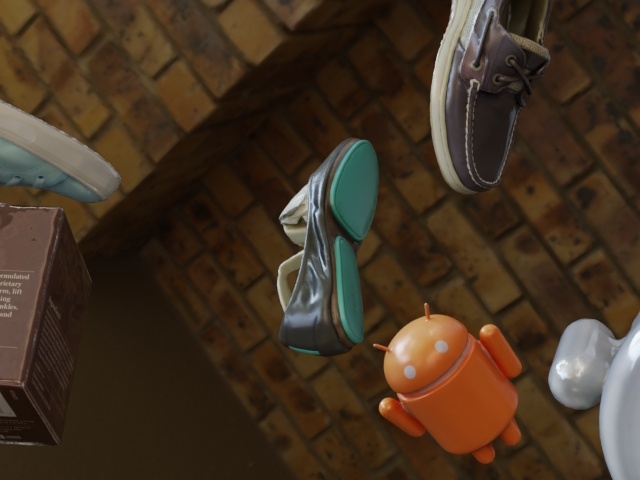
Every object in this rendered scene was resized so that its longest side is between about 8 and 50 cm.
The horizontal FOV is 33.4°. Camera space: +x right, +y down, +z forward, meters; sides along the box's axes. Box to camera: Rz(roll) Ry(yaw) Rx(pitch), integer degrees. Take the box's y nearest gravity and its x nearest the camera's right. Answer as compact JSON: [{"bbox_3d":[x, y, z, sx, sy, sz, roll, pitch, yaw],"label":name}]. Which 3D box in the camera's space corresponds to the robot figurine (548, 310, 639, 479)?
[{"bbox_3d":[0.316,0.110,0.772,0.299,0.200,0.353,13,-167,21],"label":"robot figurine"}]

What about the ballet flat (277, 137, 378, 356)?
[{"bbox_3d":[0.000,0.000,1.136,0.095,0.096,0.280,56,-149,-40],"label":"ballet flat"}]

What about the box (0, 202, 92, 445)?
[{"bbox_3d":[-0.348,0.088,1.107,0.168,0.167,0.203,3,-121,3],"label":"box"}]

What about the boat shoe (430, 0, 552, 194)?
[{"bbox_3d":[0.180,-0.187,1.056,0.102,0.092,0.285,12,-94,-46],"label":"boat shoe"}]

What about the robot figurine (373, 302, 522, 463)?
[{"bbox_3d":[0.167,0.187,1.374,0.219,0.158,0.128,50,-131,-15],"label":"robot figurine"}]

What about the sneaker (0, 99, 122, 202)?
[{"bbox_3d":[-0.402,-0.096,1.149,0.365,0.150,0.135,25,-179,-24],"label":"sneaker"}]
